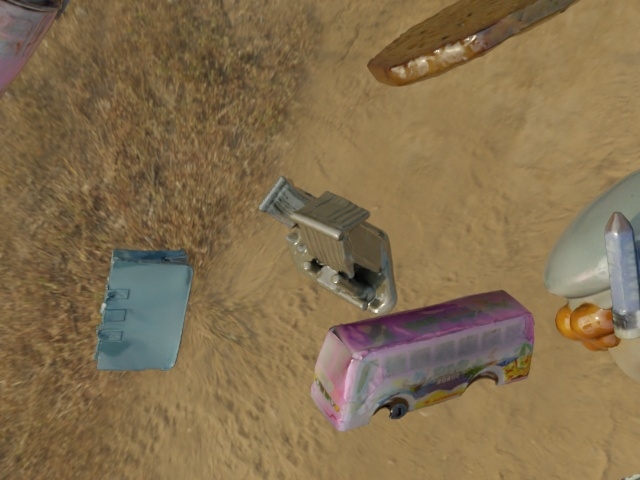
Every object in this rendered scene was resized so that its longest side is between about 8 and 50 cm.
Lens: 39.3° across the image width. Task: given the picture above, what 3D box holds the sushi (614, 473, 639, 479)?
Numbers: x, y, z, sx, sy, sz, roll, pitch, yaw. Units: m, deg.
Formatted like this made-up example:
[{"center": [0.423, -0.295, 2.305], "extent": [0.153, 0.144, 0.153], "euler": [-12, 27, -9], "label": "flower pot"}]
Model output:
[{"center": [0.369, 0.318, 0.753], "extent": [0.192, 0.043, 0.280], "euler": [-17, 91, 13], "label": "sushi"}]

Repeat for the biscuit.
[{"center": [0.228, -0.305, 1.230], "extent": [0.359, 0.359, 0.046], "euler": [-31, 106, -9], "label": "biscuit"}]

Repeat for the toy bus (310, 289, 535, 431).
[{"center": [0.125, 0.138, 1.072], "extent": [0.274, 0.090, 0.112], "euler": [-11, 122, -26], "label": "toy bus"}]

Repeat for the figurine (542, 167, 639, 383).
[{"center": [0.357, 0.087, 0.671], "extent": [0.382, 0.224, 0.205], "euler": [42, 95, 9], "label": "figurine"}]

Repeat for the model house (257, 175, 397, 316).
[{"center": [0.006, -0.004, 1.290], "extent": [0.229, 0.188, 0.122], "euler": [32, 85, 37], "label": "model house"}]

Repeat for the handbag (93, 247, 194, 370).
[{"center": [-0.299, 0.119, 1.505], "extent": [0.144, 0.057, 0.221], "euler": [3, 119, -27], "label": "handbag"}]

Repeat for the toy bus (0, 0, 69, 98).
[{"center": [-0.233, -0.203, 0.633], "extent": [0.127, 0.303, 0.147], "euler": [29, 118, -22], "label": "toy bus"}]
